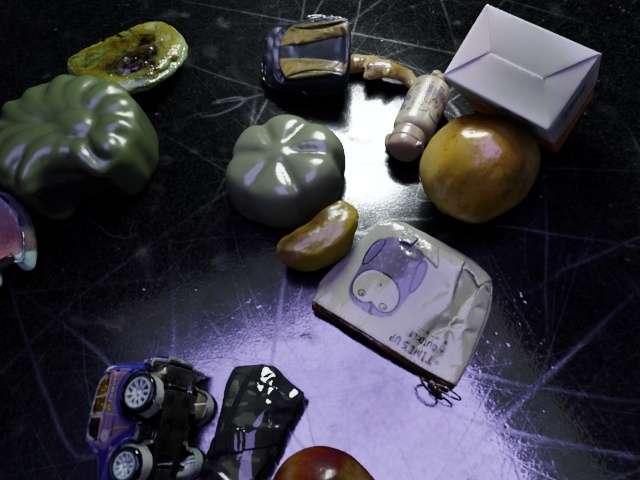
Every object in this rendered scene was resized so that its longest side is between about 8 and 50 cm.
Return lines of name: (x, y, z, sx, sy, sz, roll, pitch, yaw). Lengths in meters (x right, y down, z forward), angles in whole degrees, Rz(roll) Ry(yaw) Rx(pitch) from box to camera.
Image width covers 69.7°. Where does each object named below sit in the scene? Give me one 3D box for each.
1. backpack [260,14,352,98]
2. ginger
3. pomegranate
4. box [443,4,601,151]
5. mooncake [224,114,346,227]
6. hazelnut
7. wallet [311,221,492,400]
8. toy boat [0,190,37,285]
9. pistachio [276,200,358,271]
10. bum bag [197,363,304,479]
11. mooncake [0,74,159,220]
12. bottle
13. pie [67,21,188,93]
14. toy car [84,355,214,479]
backpack: (-0.039, -0.460, 1.161, 0.259, 0.133, 0.206, 4, 90, 17)
ginger: (0.170, -0.424, 1.163, 0.288, 0.075, 0.089, 24, 46, 21)
pomegranate: (0.316, -0.148, 0.924, 0.233, 0.233, 0.233, -2, 63, 4)
box: (0.415, -0.308, 0.933, 0.225, 0.341, 0.143, 38, 109, 21)
mooncake: (-0.077, -0.158, 1.014, 0.275, 0.135, 0.274, -4, 61, 7)
hazelnut: (0.007, 0.433, 0.666, 0.217, 0.217, 0.251, -12, 77, -1)
wallet: (0.170, 0.112, 0.886, 0.335, 0.068, 0.274, 30, 71, 20)
toy boat: (-0.717, -0.009, 1.034, 0.155, 0.085, 0.227, -30, 75, -1)
pistachio: (0.003, 0.001, 0.938, 0.189, 0.100, 0.110, -35, 61, -11)
bum bag: (-0.136, 0.373, 0.765, 0.144, 0.095, 0.340, 9, 61, 20)
mooncake: (-0.565, -0.229, 1.066, 0.352, 0.187, 0.351, -3, 63, 6)
bottle: (0.218, -0.279, 1.071, 0.110, 0.097, 0.209, 10, 62, 37)
pie: (-0.513, -0.487, 1.230, 0.324, 0.070, 0.323, -4, 50, 5)
toy car: (-0.301, 0.319, 0.778, 0.158, 0.172, 0.235, -4, 64, 21)
